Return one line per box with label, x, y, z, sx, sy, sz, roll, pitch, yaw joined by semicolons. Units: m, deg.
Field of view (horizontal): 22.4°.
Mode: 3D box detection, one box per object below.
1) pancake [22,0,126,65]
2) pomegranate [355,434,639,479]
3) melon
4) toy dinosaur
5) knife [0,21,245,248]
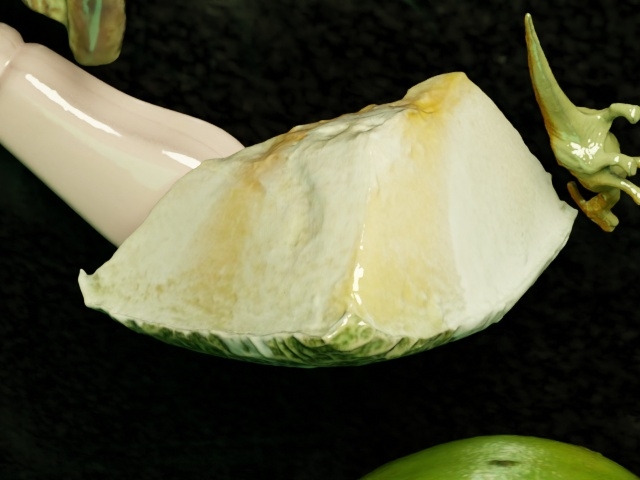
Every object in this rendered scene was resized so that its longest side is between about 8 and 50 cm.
pancake;-0.174;-0.113;0.630;0.190;0.020;0.184;-34;105;30
pomegranate;0.117;0.204;0.716;0.341;0.260;0.260;-19;129;0
melon;0.001;0.005;0.611;0.203;0.139;0.093;-13;111;4
toy dinosaur;0.104;-0.040;0.612;0.041;0.026;0.113;13;148;34
knife;-0.162;-0.097;0.657;0.336;0.043;0.081;36;129;-11
